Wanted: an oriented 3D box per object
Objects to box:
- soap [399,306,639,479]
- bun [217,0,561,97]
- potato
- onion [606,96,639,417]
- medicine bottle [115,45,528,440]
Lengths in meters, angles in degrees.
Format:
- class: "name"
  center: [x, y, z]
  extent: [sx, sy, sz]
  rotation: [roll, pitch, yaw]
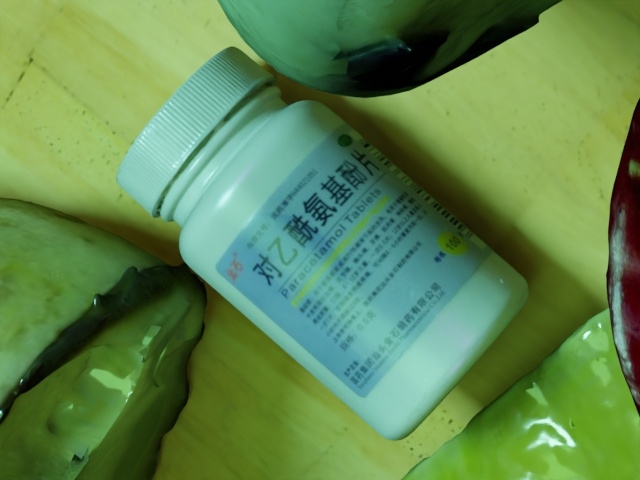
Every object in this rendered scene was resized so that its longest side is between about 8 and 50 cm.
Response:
- class: "soap"
  center: [0.215, 0.244, 0.915]
  extent: [0.427, 0.115, 0.306]
  rotation: [44, 122, 3]
- class: "bun"
  center: [0.059, -0.193, 0.710]
  extent: [0.293, 0.293, 0.187]
  rotation: [-41, 85, 32]
- class: "potato"
  center: [-0.204, 0.091, 0.997]
  extent: [0.243, 0.242, 0.285]
  rotation: [27, 116, 12]
- class: "onion"
  center: [0.265, 0.002, 0.739]
  extent: [0.314, 0.232, 0.313]
  rotation: [0, 97, 4]
- class: "medicine bottle"
  center: [0.000, 0.000, 0.920]
  extent: [0.187, 0.103, 0.103]
  rotation: [42, 122, 4]
